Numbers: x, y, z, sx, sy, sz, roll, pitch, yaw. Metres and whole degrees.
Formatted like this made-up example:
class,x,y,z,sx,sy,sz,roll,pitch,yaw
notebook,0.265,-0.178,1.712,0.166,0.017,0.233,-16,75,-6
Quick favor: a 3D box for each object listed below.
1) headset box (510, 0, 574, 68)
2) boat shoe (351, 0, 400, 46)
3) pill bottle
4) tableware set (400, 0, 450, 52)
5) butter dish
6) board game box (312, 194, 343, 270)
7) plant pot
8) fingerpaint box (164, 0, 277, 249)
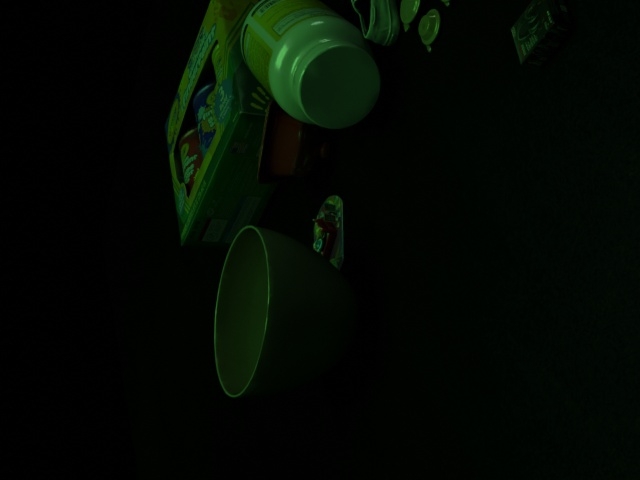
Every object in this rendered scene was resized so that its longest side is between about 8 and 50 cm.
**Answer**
class,x,y,z,sx,sy,sz,roll,pitch,yaw
headset box,0.269,-0.257,1.229,0.083,0.032,0.062,128,143,-49
boat shoe,0.085,-0.400,1.694,0.066,0.063,0.184,126,145,-50
pill bottle,-0.016,-0.313,1.752,0.334,0.188,0.188,-124,46,-59
tableware set,0.171,-0.379,1.532,0.141,0.020,0.169,-107,33,-42
butter dish,-0.037,-0.177,1.873,0.160,0.118,0.160,-17,-61,-69
board game box,0.000,0.000,1.819,0.133,0.033,0.169,142,132,-60
plant pot,-0.047,0.126,1.681,0.284,0.191,0.284,-173,90,-69
fingerpaint box,-0.202,-0.257,2.208,0.445,0.163,0.371,122,144,-46
